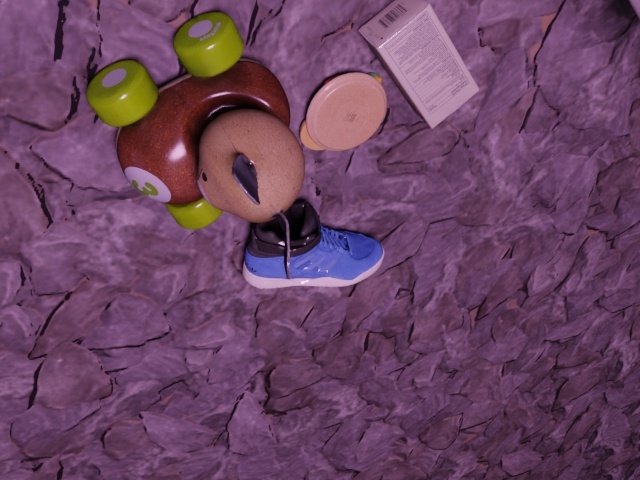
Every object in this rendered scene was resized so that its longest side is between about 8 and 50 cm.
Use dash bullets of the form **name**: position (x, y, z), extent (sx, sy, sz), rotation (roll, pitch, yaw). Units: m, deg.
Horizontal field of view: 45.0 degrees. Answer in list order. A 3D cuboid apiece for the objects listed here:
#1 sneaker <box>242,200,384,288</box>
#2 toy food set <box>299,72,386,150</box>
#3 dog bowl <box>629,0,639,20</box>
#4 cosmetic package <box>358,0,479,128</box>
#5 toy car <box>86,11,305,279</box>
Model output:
- **sneaker**: position (0.000, 0.001, 0.771), extent (0.152, 0.058, 0.085), rotation (-4, 138, -17)
- **toy food set**: position (0.024, -0.117, 0.709), extent (0.082, 0.020, 0.083), rotation (-5, 129, -26)
- **dog bowl**: position (0.280, -0.248, 0.522), extent (0.102, 0.349, 0.349), rotation (-24, 136, 8)
- **cosmetic package**: position (0.090, -0.161, 0.692), extent (0.060, 0.041, 0.115), rotation (-38, 136, 6)
- **toy car**: position (-0.072, -0.053, 0.592), extent (0.149, 0.188, 0.155), rotation (-30, 135, -2)
